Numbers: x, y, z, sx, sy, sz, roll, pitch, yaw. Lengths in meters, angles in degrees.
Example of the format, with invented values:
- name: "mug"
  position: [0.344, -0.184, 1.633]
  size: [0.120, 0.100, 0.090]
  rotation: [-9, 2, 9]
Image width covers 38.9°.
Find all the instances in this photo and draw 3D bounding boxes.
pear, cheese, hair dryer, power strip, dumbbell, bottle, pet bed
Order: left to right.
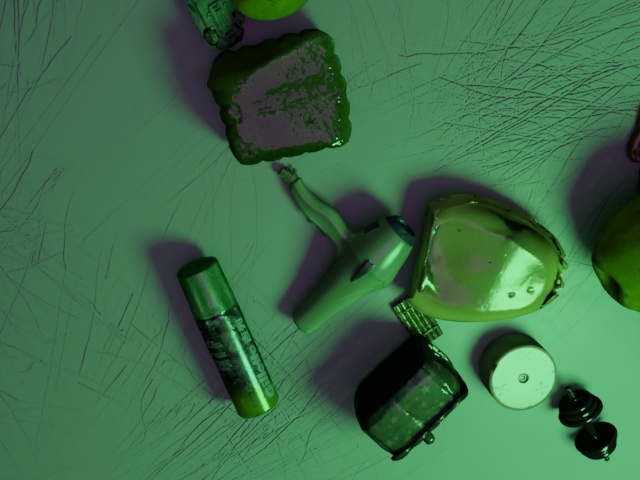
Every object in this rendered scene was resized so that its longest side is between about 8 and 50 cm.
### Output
- name: "bottle"
  position: [-0.184, 0.194, 1.806]
  size: [0.093, 0.093, 0.330]
  rotation: [-22, 108, 0]
- name: "pear"
  position: [-0.087, -0.474, 1.561]
  size: [0.187, 0.220, 0.188]
  rotation: [-2, 104, -10]
- name: "hair dryer"
  position: [0.002, 0.041, 1.799]
  size: [0.298, 0.119, 0.296]
  rotation: [26, 106, 3]
- name: "pet bed"
  position: [0.192, 0.325, 1.839]
  size: [0.159, 0.183, 0.211]
  rotation: [42, 102, -14]
- name: "cheese"
  position: [0.341, 0.044, 1.816]
  size: [0.315, 0.128, 0.260]
  rotation: [8, 108, -3]
- name: "power strip"
  position: [0.418, 0.277, 1.913]
  size: [0.154, 0.078, 0.154]
  rotation: [-2, 105, -9]
- name: "dumbbell"
  position: [0.577, 0.397, 1.957]
  size: [0.099, 0.099, 0.208]
  rotation: [-31, 108, 2]
- name: "pear"
  position: [0.688, 0.009, 1.783]
  size: [0.307, 0.253, 0.253]
  rotation: [-37, 107, -8]

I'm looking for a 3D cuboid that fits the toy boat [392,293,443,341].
- name: "toy boat"
  position: [0.202, 0.166, 1.886]
  size: [0.063, 0.016, 0.115]
  rotation: [-34, 108, 4]

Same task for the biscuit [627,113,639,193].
- name: "biscuit"
  position: [0.734, -0.213, 1.831]
  size: [0.208, 0.041, 0.290]
  rotation: [25, 101, -12]

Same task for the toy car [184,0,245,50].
- name: "toy car"
  position: [-0.205, -0.433, 1.637]
  size: [0.093, 0.058, 0.186]
  rotation: [-42, 115, -31]

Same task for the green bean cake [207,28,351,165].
- name: "green bean cake"
  position: [-0.076, -0.262, 1.675]
  size: [0.248, 0.125, 0.222]
  rotation: [-14, 106, -5]
